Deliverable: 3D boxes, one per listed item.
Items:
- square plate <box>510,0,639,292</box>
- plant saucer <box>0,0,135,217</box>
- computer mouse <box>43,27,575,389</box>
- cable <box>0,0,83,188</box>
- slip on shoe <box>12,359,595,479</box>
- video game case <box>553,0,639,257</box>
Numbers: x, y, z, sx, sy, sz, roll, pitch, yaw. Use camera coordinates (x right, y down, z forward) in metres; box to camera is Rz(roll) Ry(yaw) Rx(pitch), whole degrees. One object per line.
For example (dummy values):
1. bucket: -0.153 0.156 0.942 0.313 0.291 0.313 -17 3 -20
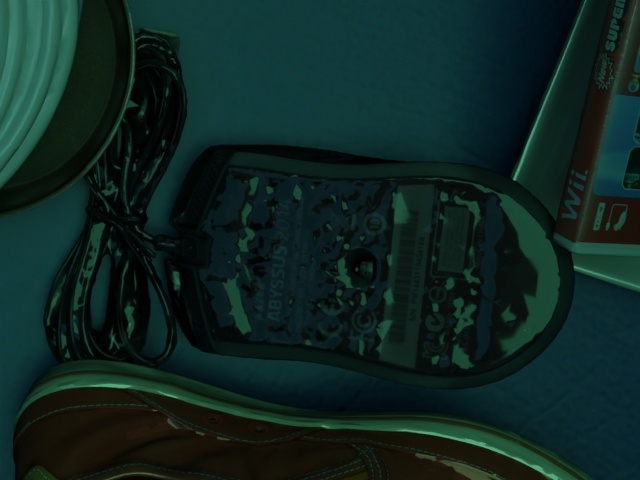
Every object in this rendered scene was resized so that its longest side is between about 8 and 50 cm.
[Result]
1. square plate: 0.307 -0.106 0.913 0.347 0.049 0.344 20 91 -11
2. plant saucer: -0.174 -0.095 0.819 0.168 0.029 0.168 0 90 7
3. computer mouse: 0.000 0.000 0.854 0.272 0.072 0.188 11 95 6
4. cable: -0.236 -0.113 0.725 0.257 0.089 0.257 -34 111 -1
5. slip on shoe: -0.001 0.148 0.831 0.331 0.101 0.123 12 130 -7
6. video game case: 0.236 -0.126 0.801 0.204 0.025 0.285 3 108 -27
